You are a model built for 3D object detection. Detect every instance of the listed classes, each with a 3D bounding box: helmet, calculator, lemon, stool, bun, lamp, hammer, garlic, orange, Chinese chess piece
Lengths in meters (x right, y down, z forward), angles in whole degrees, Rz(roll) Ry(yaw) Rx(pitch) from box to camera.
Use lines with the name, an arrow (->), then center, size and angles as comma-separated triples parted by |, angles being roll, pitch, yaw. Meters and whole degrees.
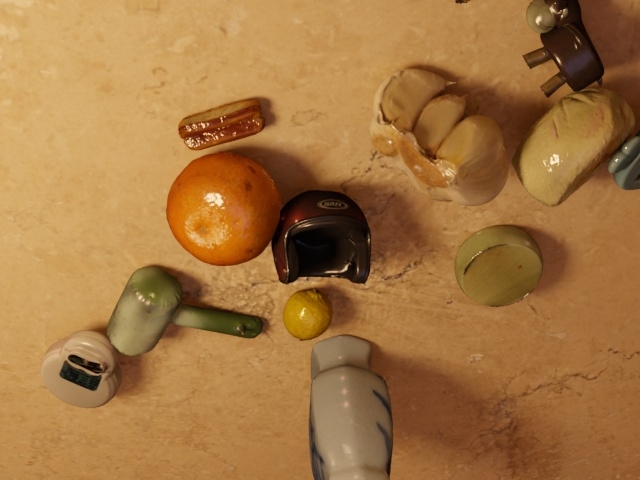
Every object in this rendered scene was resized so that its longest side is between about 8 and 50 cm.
helmet -> 0.000, 0.000, 1.682 | 0.189, 0.193, 0.216 | 2, 142, -15
calculator -> 0.651, -0.174, 1.631 | 0.302, 0.042, 0.188 | -7, 140, -34
lemon -> -0.027, 0.159, 1.873 | 0.109, 0.109, 0.133 | 11, 117, -15
stool -> 0.411, -0.338, 1.489 | 0.121, 0.125, 0.217 | -27, 119, 19
bun -> 0.458, -0.178, 1.599 | 0.243, 0.153, 0.244 | -34, 161, -13
lamp -> -0.521, 0.275, 1.911 | 0.179, 0.108, 0.246 | 24, 134, -11
hammer -> -0.278, 0.174, 1.867 | 0.335, 0.119, 0.206 | 13, 130, -25
garlic -> 0.220, -0.180, 1.567 | 0.281, 0.203, 0.185 | 35, 154, 11
orange -> -0.181, -0.062, 1.625 | 0.224, 0.170, 0.224 | 9, 119, 17
Chinese chess piece -> 0.382, 0.054, 1.850 | 0.188, 0.083, 0.189 | -2, 128, -2

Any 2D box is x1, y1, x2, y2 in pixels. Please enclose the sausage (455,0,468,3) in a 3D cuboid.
sausage -> 0.306, -0.458, 1.435 | 0.198, 0.025, 0.028 | -34, 123, 22

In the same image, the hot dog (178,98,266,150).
hot dog -> -0.183, -0.211, 1.579 | 0.165, 0.045, 0.071 | -15, 132, 6

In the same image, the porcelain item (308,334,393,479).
porcelain item -> 0.066, 0.415, 1.905 | 0.178, 0.405, 0.243 | -2, 130, -6
